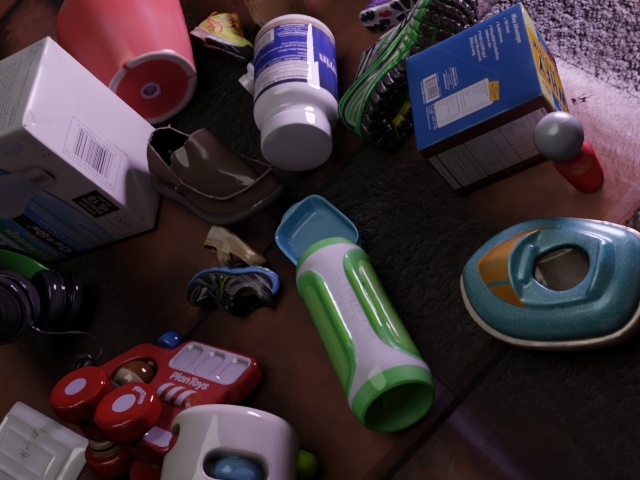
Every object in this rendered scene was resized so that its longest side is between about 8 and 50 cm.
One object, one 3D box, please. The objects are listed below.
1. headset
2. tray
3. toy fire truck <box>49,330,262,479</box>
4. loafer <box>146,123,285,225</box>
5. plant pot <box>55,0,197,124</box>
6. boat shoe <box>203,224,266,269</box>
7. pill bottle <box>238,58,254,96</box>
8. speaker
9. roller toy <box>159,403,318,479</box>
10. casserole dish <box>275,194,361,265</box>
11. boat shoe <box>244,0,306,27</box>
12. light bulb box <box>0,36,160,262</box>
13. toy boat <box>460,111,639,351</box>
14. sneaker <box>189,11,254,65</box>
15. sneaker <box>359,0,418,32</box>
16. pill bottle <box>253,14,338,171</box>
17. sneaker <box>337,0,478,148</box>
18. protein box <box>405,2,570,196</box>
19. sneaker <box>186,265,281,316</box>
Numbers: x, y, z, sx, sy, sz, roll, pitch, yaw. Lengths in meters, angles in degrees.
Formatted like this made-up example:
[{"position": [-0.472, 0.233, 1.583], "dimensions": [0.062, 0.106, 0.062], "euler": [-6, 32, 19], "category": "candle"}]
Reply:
[{"position": [-0.555, 0.146, 1.841], "dimensions": [0.394, 0.243, 0.185], "euler": [34, 110, 29], "category": "headset"}, {"position": [-0.522, 0.386, 1.768], "dimensions": [0.270, 0.030, 0.145], "euler": [13, 69, 43], "category": "tray"}, {"position": [-0.269, 0.255, 1.589], "dimensions": [0.302, 0.169, 0.254], "euler": [10, 42, 42], "category": "toy fire truck"}, {"position": [-0.214, -0.128, 1.783], "dimensions": [0.366, 0.130, 0.134], "euler": [16, 47, 44], "category": "loafer"}, {"position": [-0.388, -0.390, 2.056], "dimensions": [0.275, 0.275, 0.243], "euler": [-37, 56, 12], "category": "plant pot"}, {"position": [-0.152, 0.022, 1.712], "dimensions": [0.059, 0.063, 0.170], "euler": [-55, 34, -3], "category": "boat shoe"}, {"position": [-0.100, -0.336, 1.912], "dimensions": [0.120, 0.067, 0.067], "euler": [-43, 44, 5], "category": "pill bottle"}, {"position": [0.059, 0.129, 1.419], "dimensions": [0.131, 0.131, 0.296], "euler": [-37, 44, 11], "category": "speaker"}, {"position": [-0.130, 0.328, 1.382], "dimensions": [0.209, 0.191, 0.146], "euler": [-12, 55, 32], "category": "roller toy"}, {"position": [0.000, 0.000, 1.621], "dimensions": [0.114, 0.037, 0.188], "euler": [-48, 43, 1], "category": "casserole dish"}, {"position": [-0.098, -0.488, 2.017], "dimensions": [0.104, 0.089, 0.285], "euler": [-20, 48, -8], "category": "boat shoe"}, {"position": [-0.554, -0.155, 1.934], "dimensions": [0.361, 0.358, 0.225], "euler": [-17, 50, 30], "category": "light bulb box"}, {"position": [0.310, -0.010, 1.304], "dimensions": [0.267, 0.148, 0.318], "euler": [-3, 60, 37], "category": "toy boat"}, {"position": [-0.193, -0.433, 2.044], "dimensions": [0.094, 0.081, 0.208], "euler": [-51, 43, -6], "category": "sneaker"}, {"position": [0.146, -0.433, 1.790], "dimensions": [0.170, 0.068, 0.071], "euler": [1, 56, 39], "category": "sneaker"}, {"position": [-0.044, -0.263, 1.755], "dimensions": [0.153, 0.153, 0.264], "euler": [-22, 50, 25], "category": "pill bottle"}, {"position": [0.141, -0.327, 1.669], "dimensions": [0.146, 0.134, 0.343], "euler": [29, 82, 46], "category": "sneaker"}, {"position": [0.256, -0.212, 1.495], "dimensions": [0.201, 0.136, 0.200], "euler": [-23, 49, 24], "category": "protein box"}, {"position": [-0.155, 0.090, 1.657], "dimensions": [0.188, 0.067, 0.078], "euler": [-7, 51, 32], "category": "sneaker"}]
